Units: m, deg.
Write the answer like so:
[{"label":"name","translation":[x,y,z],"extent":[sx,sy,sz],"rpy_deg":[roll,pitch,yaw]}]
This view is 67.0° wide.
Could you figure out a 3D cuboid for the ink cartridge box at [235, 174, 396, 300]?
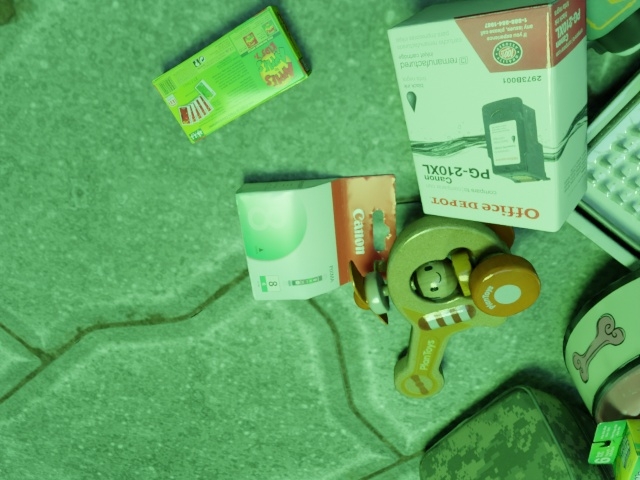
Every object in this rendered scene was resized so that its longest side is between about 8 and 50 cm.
[{"label":"ink cartridge box","translation":[0.000,0.000,0.715],"extent":[0.224,0.056,0.181],"rpy_deg":[-2,117,8]}]

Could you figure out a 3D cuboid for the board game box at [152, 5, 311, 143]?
[{"label":"board game box","translation":[-0.114,-0.211,0.625],"extent":[0.181,0.043,0.092],"rpy_deg":[-24,112,17]}]

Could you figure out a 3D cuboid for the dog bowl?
[{"label":"dog bowl","translation":[0.554,0.193,0.637],"extent":[0.407,0.150,0.408],"rpy_deg":[7,134,7]}]

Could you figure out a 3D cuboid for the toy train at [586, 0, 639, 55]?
[{"label":"toy train","translation":[0.262,-0.327,0.469],"extent":[0.333,0.142,0.190],"rpy_deg":[31,138,-18]}]

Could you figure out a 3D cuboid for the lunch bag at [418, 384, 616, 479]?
[{"label":"lunch bag","translation":[0.362,0.413,0.805],"extent":[0.256,0.213,0.305],"rpy_deg":[24,119,-25]}]

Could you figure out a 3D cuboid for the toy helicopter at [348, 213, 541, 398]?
[{"label":"toy helicopter","translation":[0.150,0.116,0.716],"extent":[0.234,0.140,0.355],"rpy_deg":[3,126,0]}]

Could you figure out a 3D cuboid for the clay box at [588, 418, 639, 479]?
[{"label":"clay box","translation":[0.462,0.275,0.594],"extent":[0.221,0.053,0.127],"rpy_deg":[-5,131,16]}]

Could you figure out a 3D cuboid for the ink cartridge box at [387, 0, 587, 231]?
[{"label":"ink cartridge box","translation":[0.193,-0.140,0.543],"extent":[0.172,0.100,0.237],"rpy_deg":[13,133,42]}]

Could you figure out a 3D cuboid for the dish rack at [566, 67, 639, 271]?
[{"label":"dish rack","translation":[0.478,-0.087,0.610],"extent":[0.332,0.072,0.286],"rpy_deg":[33,116,-11]}]
